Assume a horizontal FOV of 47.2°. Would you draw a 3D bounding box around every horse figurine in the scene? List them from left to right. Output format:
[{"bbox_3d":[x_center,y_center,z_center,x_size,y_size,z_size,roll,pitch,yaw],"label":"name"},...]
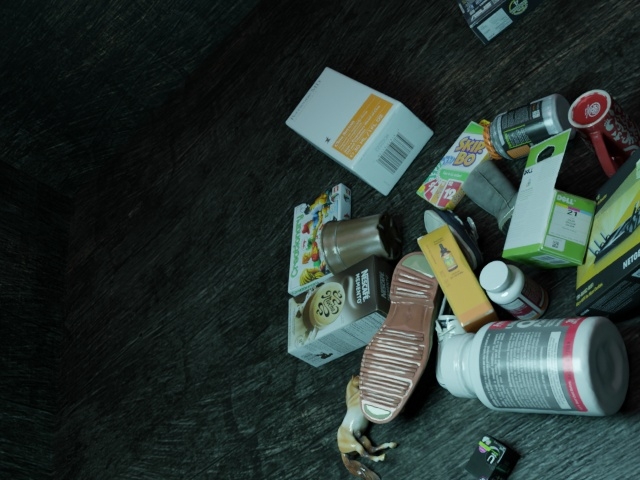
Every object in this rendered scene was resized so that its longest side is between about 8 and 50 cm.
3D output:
[{"bbox_3d":[0.103,0.423,1.678,0.175,0.066,0.263,-8,55,39],"label":"horse figurine"}]

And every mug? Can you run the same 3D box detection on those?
[{"bbox_3d":[0.599,-0.216,1.504,0.113,0.169,0.150,-39,40,22],"label":"mug"}]

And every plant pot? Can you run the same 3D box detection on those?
[{"bbox_3d":[0.114,0.007,1.911,0.165,0.167,0.166,-16,52,31],"label":"plant pot"}]

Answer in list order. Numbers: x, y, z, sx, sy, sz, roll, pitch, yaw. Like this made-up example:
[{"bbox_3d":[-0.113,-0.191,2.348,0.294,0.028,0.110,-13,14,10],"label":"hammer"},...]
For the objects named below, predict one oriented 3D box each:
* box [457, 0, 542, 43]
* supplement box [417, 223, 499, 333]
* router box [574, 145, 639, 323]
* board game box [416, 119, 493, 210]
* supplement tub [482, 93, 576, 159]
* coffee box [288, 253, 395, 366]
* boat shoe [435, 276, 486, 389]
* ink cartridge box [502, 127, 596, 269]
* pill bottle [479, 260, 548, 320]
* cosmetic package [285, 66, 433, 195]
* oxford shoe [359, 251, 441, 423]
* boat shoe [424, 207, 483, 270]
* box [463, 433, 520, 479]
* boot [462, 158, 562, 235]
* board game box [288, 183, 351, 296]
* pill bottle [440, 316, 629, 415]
[{"bbox_3d":[0.555,-0.775,2.035,0.395,0.097,0.318,-37,43,25],"label":"box"},{"bbox_3d":[0.293,0.082,1.564,0.078,0.080,0.233,-29,59,11],"label":"supplement box"},{"bbox_3d":[0.565,-0.016,1.321,0.308,0.081,0.242,104,179,-64],"label":"router box"},{"bbox_3d":[0.365,-0.196,1.872,0.259,0.039,0.124,-51,37,4],"label":"board game box"},{"bbox_3d":[0.485,-0.259,1.710,0.190,0.117,0.116,-16,53,41],"label":"supplement tub"},{"bbox_3d":[0.062,0.182,1.858,0.297,0.119,0.168,-30,43,31],"label":"coffee box"},{"bbox_3d":[0.296,0.191,1.611,0.096,0.088,0.267,-1,63,48],"label":"boat shoe"},{"bbox_3d":[0.479,-0.079,1.499,0.189,0.097,0.255,149,138,-80],"label":"ink cartridge box"},{"bbox_3d":[0.397,0.102,1.509,0.086,0.152,0.086,-28,45,32],"label":"pill bottle"},{"bbox_3d":[0.102,-0.335,2.166,0.230,0.162,0.453,-54,36,4],"label":"cosmetic package"},{"bbox_3d":[0.200,0.231,1.658,0.141,0.146,0.396,14,71,25],"label":"oxford shoe"},{"bbox_3d":[0.326,-0.008,1.721,0.079,0.095,0.254,-14,23,-11],"label":"boat shoe"},{"bbox_3d":[0.332,0.431,1.420,0.083,0.052,0.062,-59,35,-1],"label":"box"},{"bbox_3d":[0.442,-0.128,1.711,0.190,0.076,0.208,-42,32,16],"label":"boot"},{"bbox_3d":[0.000,0.000,2.120,0.193,0.053,0.305,-26,46,35],"label":"board game box"},{"bbox_3d":[0.395,0.238,1.389,0.319,0.176,0.176,-10,57,44],"label":"pill bottle"}]
